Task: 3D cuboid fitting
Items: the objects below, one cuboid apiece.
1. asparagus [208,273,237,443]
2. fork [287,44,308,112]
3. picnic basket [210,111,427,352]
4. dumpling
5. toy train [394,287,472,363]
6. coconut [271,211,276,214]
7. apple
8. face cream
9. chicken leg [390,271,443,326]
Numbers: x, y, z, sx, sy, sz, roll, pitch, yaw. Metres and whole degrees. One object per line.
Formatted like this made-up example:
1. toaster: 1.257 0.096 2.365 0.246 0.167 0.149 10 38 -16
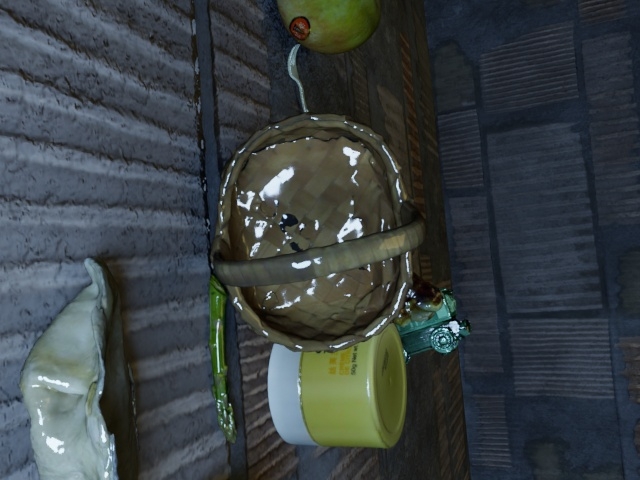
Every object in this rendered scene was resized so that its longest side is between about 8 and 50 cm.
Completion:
1. asparagus: -0.137 0.163 0.747 0.034 0.027 0.236 1 83 -57
2. fork: -0.038 -0.287 1.118 0.034 0.028 0.220 -62 144 -66
3. picnic basket: 0.000 0.000 0.716 0.337 0.292 0.337 168 -90 -84
4. dumpling: -0.210 0.186 0.489 0.166 0.086 0.332 -163 -115 -79
5. toy train: 0.226 0.219 1.318 0.115 0.269 0.154 13 56 -65
6. coconut: -0.068 -0.059 0.908 0.082 0.083 0.081 -40 158 -19
7. apple: 0.014 -0.500 1.069 0.261 0.193 0.261 -6 90 -75
8. face cream: 0.038 0.244 0.946 0.218 0.179 0.218 -6 90 -68
9. chicken leg: 0.048 -0.005 0.958 0.140 0.211 0.361 71 -5 -64
